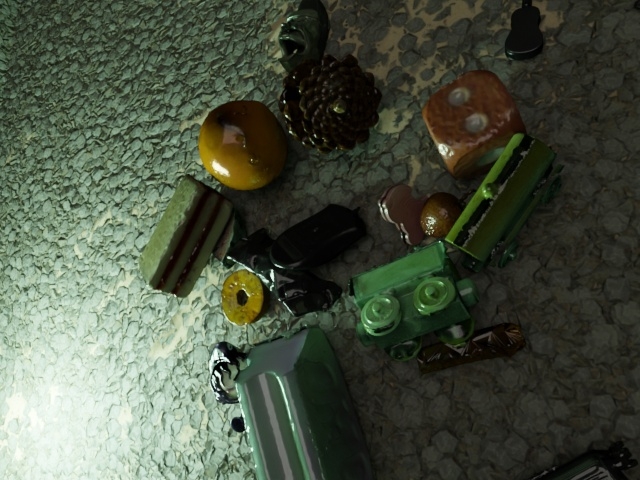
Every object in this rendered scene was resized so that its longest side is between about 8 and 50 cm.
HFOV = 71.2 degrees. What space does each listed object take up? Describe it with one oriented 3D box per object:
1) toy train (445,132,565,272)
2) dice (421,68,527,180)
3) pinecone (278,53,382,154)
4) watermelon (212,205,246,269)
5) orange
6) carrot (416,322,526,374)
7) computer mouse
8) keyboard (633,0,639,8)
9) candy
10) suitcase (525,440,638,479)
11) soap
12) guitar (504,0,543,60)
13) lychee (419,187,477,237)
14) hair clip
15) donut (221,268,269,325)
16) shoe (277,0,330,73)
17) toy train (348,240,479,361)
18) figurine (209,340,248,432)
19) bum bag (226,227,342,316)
[{"bbox_3d":[0.382,-0.070,0.910,0.126,0.189,0.307,36,96,26],"label":"toy train"},{"bbox_3d":[0.337,-0.253,0.989,0.175,0.174,0.179,-25,68,21],"label":"dice"},{"bbox_3d":[0.009,-0.353,1.142,0.264,0.264,0.264,-7,75,25],"label":"pinecone"},{"bbox_3d":[-0.267,0.001,1.293,0.139,0.071,0.187,-16,58,41],"label":"watermelon"},{"bbox_3d":[-0.208,-0.259,1.221,0.246,0.246,0.246,-7,75,25],"label":"orange"},{"bbox_3d":[0.310,0.230,0.944,0.229,0.069,0.069,-22,69,21],"label":"carrot"},{"bbox_3d":[0.000,0.000,1.127,0.264,0.088,0.147,-33,44,-8],"label":"computer mouse"},{"bbox_3d":[0.768,-0.555,0.941,0.196,0.015,0.074,-45,66,10],"label":"keyboard"},{"bbox_3d":[-0.386,-0.015,1.285,0.179,0.135,0.320,28,89,53],"label":"candy"},{"bbox_3d":[0.442,0.506,0.772,0.312,0.128,0.202,-38,64,15],"label":"suitcase"},{"bbox_3d":[-0.027,0.409,0.954,0.156,0.261,0.446,-28,66,18],"label":"soap"},{"bbox_3d":[0.492,-0.562,1.065,0.084,0.038,0.271,4,79,26],"label":"guitar"},{"bbox_3d":[0.285,-0.068,1.010,0.101,0.114,0.140,32,107,22],"label":"lychee"},{"bbox_3d":[0.198,-0.067,1.034,0.102,0.138,0.123,25,82,24],"label":"hair clip"},{"bbox_3d":[-0.201,0.156,1.220,0.152,0.058,0.151,-6,76,25],"label":"donut"},{"bbox_3d":[-0.056,-0.605,1.287,0.109,0.149,0.292,-2,78,27],"label":"shoe"},{"bbox_3d":[0.197,0.133,0.958,0.272,0.159,0.188,-25,38,19],"label":"toy train"},{"bbox_3d":[-0.205,0.357,1.144,0.145,0.145,0.222,-36,75,14],"label":"figurine"},{"bbox_3d":[-0.102,0.083,1.158,0.340,0.095,0.144,36,55,28],"label":"bum bag"}]
